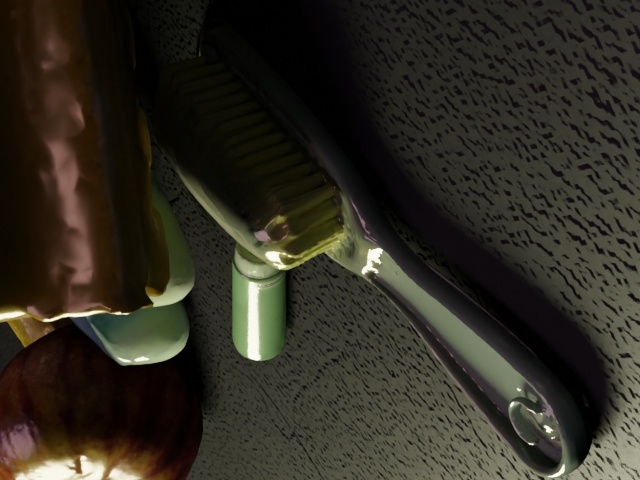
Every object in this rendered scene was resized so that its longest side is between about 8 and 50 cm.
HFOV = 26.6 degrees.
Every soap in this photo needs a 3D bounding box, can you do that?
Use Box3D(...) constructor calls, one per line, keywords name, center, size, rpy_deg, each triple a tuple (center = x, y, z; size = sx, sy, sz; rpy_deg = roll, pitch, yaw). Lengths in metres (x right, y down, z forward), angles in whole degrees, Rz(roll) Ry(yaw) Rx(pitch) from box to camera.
Box3D(name="soap", center=(-0.161, -0.101, 0.641), size=(0.259, 0.143, 0.281), rpy_deg=(-168, 68, -80))

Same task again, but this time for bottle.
Box3D(name="bottle", center=(-0.033, 0.029, 0.731), size=(0.030, 0.030, 0.083), rpy_deg=(49, 153, 32))

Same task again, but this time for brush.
Box3D(name="brush", center=(0.000, 0.000, 0.586), size=(0.297, 0.060, 0.068), rpy_deg=(47, 150, 36))

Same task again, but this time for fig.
Box3D(name="fig", center=(-0.152, 0.122, 0.983), size=(0.148, 0.202, 0.149), rpy_deg=(-30, 101, 44))

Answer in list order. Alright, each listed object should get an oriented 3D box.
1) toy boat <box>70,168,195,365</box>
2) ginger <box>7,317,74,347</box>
Box3D(name="toy boat", center=(-0.181, -0.076, 0.883), size=(0.330, 0.123, 0.215), rpy_deg=(46, 162, 13))
Box3D(name="ginger", center=(-0.260, 0.047, 1.208), size=(0.299, 0.065, 0.118), rpy_deg=(56, 170, 21))
